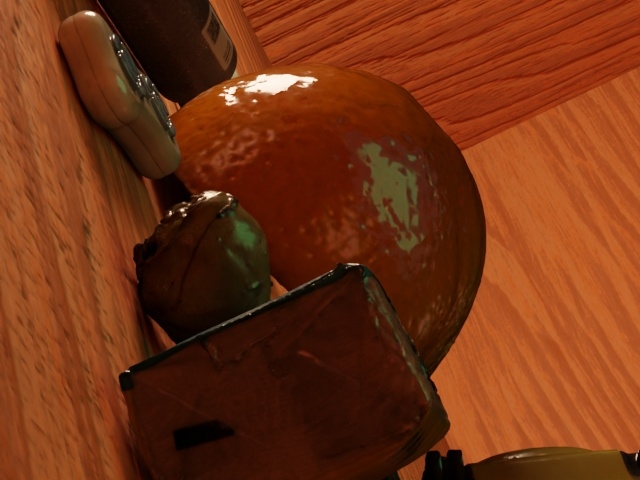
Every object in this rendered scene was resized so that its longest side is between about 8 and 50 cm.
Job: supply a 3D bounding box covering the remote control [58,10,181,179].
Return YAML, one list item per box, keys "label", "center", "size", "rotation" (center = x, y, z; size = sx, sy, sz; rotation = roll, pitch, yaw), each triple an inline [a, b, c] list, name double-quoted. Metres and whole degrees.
- label: "remote control"
  center: [-0.118, -0.086, 0.910]
  size: [0.122, 0.032, 0.074]
  rotation: [58, 7, -67]

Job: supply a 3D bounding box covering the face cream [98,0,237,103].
- label: "face cream"
  center: [-0.138, -0.204, 1.098]
  size: [0.283, 0.073, 0.073]
  rotation: [60, 6, -57]

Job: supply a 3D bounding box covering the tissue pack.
- label: "tissue pack"
  center: [-0.009, 0.077, 0.677]
  size: [0.169, 0.120, 0.082]
  rotation: [54, 11, -78]

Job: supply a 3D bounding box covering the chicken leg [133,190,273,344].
- label: "chicken leg"
  center: [-0.053, 0.038, 0.804]
  size: [0.093, 0.070, 0.178]
  rotation: [60, -7, 38]

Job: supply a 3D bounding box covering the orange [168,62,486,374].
- label: "orange"
  center: [-0.001, -0.004, 1.116]
  size: [0.310, 0.274, 0.274]
  rotation: [105, -33, -54]

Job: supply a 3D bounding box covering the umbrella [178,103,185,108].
- label: "umbrella"
  center: [-0.112, -0.106, 1.288]
  size: [0.022, 0.022, 0.149]
  rotation: [7, 38, -41]

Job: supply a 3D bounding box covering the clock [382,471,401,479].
- label: "clock"
  center: [0.008, 0.132, 1.017]
  size: [0.155, 0.063, 0.229]
  rotation: [-52, 118, -85]

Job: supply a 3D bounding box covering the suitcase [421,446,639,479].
- label: "suitcase"
  center: [0.158, 0.238, 1.052]
  size: [0.143, 0.194, 0.235]
  rotation: [-104, -169, -49]

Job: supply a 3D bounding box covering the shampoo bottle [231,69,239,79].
- label: "shampoo bottle"
  center: [-0.075, -0.091, 1.432]
  size: [0.072, 0.049, 0.212]
  rotation: [52, 13, -57]
